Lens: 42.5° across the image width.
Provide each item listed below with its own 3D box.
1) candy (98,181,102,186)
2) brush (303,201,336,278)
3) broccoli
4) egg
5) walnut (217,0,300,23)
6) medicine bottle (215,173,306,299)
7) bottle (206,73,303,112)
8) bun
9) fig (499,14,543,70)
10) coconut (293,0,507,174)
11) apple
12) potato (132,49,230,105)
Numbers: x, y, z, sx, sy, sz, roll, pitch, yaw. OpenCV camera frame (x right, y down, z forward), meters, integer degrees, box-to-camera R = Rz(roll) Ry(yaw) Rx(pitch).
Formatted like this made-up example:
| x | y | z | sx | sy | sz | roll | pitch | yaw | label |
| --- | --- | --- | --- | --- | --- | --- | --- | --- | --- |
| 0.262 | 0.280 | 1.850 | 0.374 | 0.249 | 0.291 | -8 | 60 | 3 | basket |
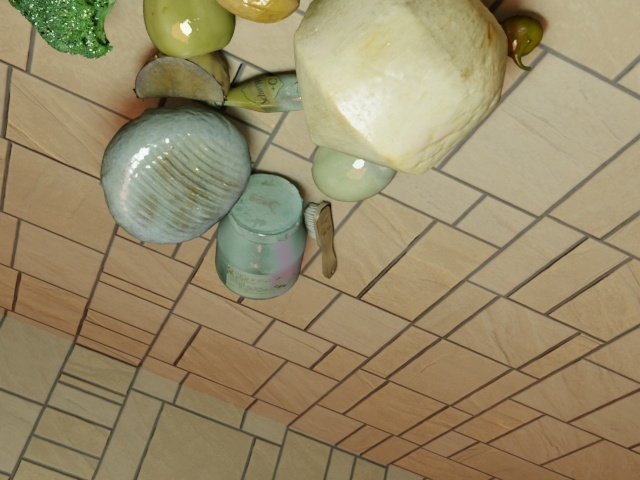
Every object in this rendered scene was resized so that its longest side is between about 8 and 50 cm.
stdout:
| x | y | z | sx | sy | sz | roll | pitch | yaw | label |
| --- | --- | --- | --- | --- | --- | --- | --- | --- | --- |
| -0.450 | -0.187 | 2.158 | 0.155 | 0.115 | 0.265 | 35 | 141 | -28 | candy |
| 0.000 | 0.000 | 2.290 | 0.065 | 0.070 | 0.327 | 24 | 151 | 22 | brush |
| -0.484 | -0.508 | 1.621 | 0.275 | 0.308 | 0.308 | -18 | 149 | -17 | broccoli |
| 0.070 | -0.177 | 1.899 | 0.217 | 0.183 | 0.183 | -25 | 129 | 35 | egg |
| -0.128 | -0.500 | 1.552 | 0.207 | 0.159 | 0.159 | 28 | 144 | -11 | walnut |
| -0.157 | -0.014 | 2.173 | 0.245 | 0.245 | 0.290 | 15 | 145 | 3 | medicine bottle |
| -0.141 | -0.328 | 1.862 | 0.270 | 0.083 | 0.083 | -1 | 142 | 26 | bottle |
| -0.341 | -0.166 | 1.932 | 0.362 | 0.211 | 0.362 | -12 | 127 | -16 | bun |
| 0.376 | -0.379 | 1.566 | 0.084 | 0.098 | 0.082 | 15 | 170 | -34 | fig |
| 0.129 | -0.318 | 1.539 | 0.415 | 0.344 | 0.415 | 2 | 118 | 3 | coconut |
| -0.265 | -0.455 | 1.651 | 0.200 | 0.200 | 0.200 | 11 | 145 | 8 | apple |
| -0.313 | -0.386 | 1.839 | 0.243 | 0.098 | 0.138 | 6 | 143 | 20 | potato |
